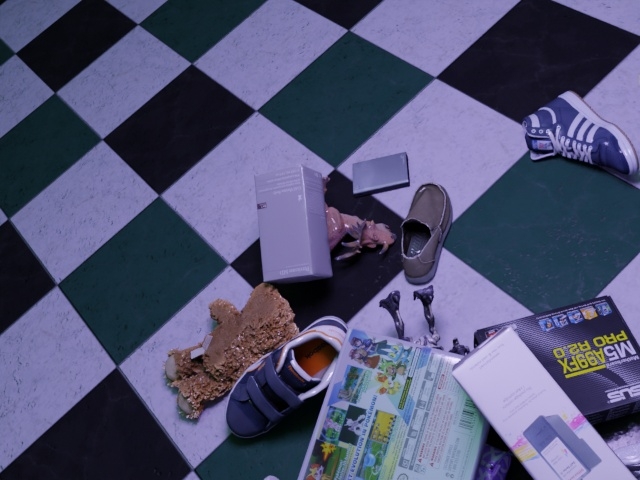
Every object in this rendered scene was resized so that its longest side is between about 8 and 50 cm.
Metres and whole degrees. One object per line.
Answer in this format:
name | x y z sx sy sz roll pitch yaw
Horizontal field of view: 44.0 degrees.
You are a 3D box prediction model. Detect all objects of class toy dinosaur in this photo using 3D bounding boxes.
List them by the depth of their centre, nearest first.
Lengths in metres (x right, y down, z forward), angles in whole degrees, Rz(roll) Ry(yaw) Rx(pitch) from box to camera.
toy dinosaur | 0.000 0.000 1.781 0.296 0.127 0.200 -33 58 7

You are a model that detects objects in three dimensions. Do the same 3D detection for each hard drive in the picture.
hard drive | 0.144 -0.157 1.887 0.135 0.022 0.094 -11 53 16

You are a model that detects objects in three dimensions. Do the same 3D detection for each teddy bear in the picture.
teddy bear | -0.193 0.242 1.714 0.338 0.113 0.245 -50 47 -5

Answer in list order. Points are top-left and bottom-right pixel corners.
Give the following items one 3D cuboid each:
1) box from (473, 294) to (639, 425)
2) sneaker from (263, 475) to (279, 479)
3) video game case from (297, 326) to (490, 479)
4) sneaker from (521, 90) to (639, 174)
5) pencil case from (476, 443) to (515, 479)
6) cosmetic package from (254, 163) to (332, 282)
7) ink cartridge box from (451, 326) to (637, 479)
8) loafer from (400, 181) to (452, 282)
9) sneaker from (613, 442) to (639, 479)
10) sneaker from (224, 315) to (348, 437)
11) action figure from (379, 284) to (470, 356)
box | 0.439 0.229 1.426 0.270 0.060 0.216 -14 51 -3
sneaker | -0.103 0.547 1.470 0.094 0.080 0.212 -25 51 20
video game case | 0.137 0.342 1.395 0.300 0.036 0.329 12 72 25
sneaker | 0.543 -0.205 1.696 0.153 0.099 0.282 -26 44 -2
pencil case | 0.239 0.384 1.422 0.206 0.088 0.086 15 79 33
cosmetic package | -0.058 -0.029 1.697 0.127 0.107 0.237 -12 77 26
ink cartridge box | 0.358 0.306 1.222 0.119 0.207 0.353 -39 79 4
loafer | 0.228 -0.032 1.720 0.094 0.087 0.251 -2 56 22
sneaker | 0.599 0.392 1.257 0.269 0.101 0.153 -17 52 19
sneaker | -0.074 0.276 1.561 0.126 0.127 0.321 44 97 -3
action figure | 0.212 0.227 1.516 0.164 0.141 0.275 -18 68 2
